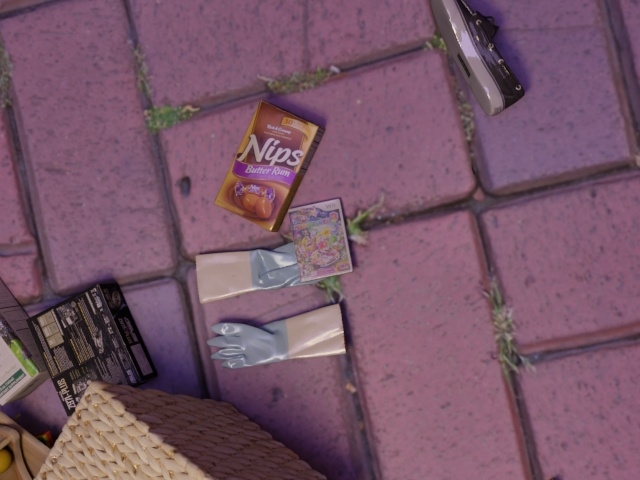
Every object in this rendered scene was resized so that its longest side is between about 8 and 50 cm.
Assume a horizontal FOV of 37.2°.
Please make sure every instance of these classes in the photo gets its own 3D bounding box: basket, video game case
[{"bbox_3d":[-0.206,0.397,1.384,0.328,0.331,0.266,28,94,40],"label":"basket"},{"bbox_3d":[0.000,0.000,1.531,0.087,0.011,0.122,-12,78,9],"label":"video game case"}]

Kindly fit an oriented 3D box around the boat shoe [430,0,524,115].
[{"bbox_3d":[0.243,-0.306,1.460,0.076,0.080,0.228,-25,82,-6],"label":"boat shoe"}]

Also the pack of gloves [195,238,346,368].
[{"bbox_3d":[-0.080,0.105,1.556,0.232,0.046,0.195,-9,77,9],"label":"pack of gloves"}]

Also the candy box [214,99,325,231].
[{"bbox_3d":[-0.083,-0.120,1.539,0.109,0.053,0.186,26,94,11],"label":"candy box"}]

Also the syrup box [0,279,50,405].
[{"bbox_3d":[-0.557,0.153,1.620,0.093,0.096,0.237,-40,84,10],"label":"syrup box"}]

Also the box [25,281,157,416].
[{"bbox_3d":[-0.381,0.180,1.592,0.147,0.077,0.180,-27,85,11],"label":"box"}]

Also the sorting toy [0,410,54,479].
[{"bbox_3d":[-0.495,0.350,1.608,0.274,0.046,0.132,35,133,8],"label":"sorting toy"}]

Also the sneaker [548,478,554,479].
[{"bbox_3d":[0.344,0.440,1.456,0.059,0.053,0.144,26,97,8],"label":"sneaker"}]

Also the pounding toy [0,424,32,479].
[{"bbox_3d":[-0.549,0.439,1.564,0.154,0.155,0.269,24,132,23],"label":"pounding toy"}]
